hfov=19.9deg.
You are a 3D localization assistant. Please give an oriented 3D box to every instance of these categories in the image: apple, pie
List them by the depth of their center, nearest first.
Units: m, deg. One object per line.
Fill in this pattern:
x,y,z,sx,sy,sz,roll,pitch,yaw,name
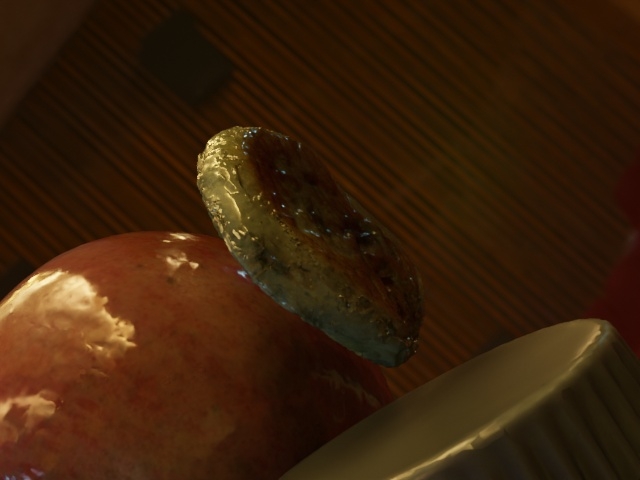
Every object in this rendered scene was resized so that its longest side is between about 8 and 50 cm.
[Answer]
0.000,0.000,1.128,0.041,0.187,0.187,-45,-10,20,pie
-0.091,0.154,1.261,0.345,0.269,0.345,-45,-36,-46,apple

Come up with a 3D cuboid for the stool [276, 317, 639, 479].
0.137,0.244,1.039,0.297,0.330,0.297,-30,4,2,stool
